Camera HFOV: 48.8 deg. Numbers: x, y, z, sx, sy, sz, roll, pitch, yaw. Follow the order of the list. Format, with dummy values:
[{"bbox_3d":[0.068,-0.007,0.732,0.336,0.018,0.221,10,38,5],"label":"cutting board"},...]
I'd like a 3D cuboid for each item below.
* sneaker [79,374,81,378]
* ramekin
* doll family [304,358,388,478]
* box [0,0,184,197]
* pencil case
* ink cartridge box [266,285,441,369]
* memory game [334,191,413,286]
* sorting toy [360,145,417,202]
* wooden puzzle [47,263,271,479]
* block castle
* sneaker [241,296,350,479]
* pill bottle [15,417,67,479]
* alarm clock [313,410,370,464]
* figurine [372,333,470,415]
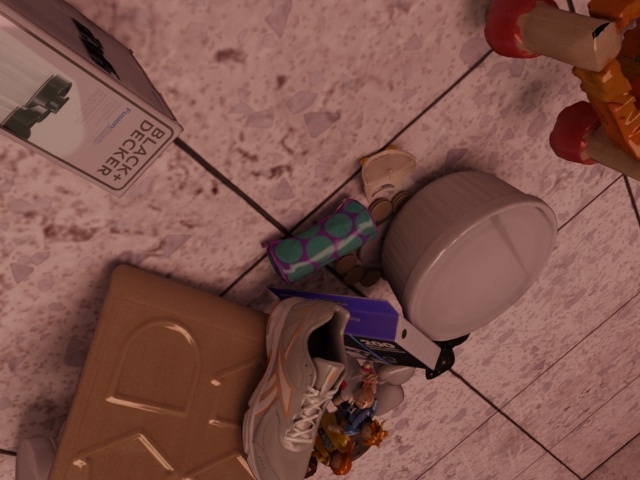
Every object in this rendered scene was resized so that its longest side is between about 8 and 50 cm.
[{"bbox_3d":[-0.238,0.170,0.964,0.188,0.071,0.066,-36,140,-1],"label":"sneaker"},{"bbox_3d":[0.218,0.015,1.084,0.273,0.127,0.272,-20,137,-20],"label":"ramekin"},{"bbox_3d":[0.035,0.304,1.216,0.118,0.163,0.263,17,117,-44],"label":"doll family"},{"bbox_3d":[-0.261,-0.166,0.555,0.087,0.169,0.290,-46,140,10],"label":"box"},{"bbox_3d":[0.000,0.000,0.980,0.152,0.064,0.070,-30,101,-7],"label":"pencil case"},{"bbox_3d":[0.046,0.133,1.053,0.208,0.206,0.045,43,58,-49],"label":"ink cartridge box"},{"bbox_3d":[0.102,0.001,1.096,0.186,0.012,0.186,-20,137,-20],"label":"memory game"},{"bbox_3d":[0.088,-0.085,0.984,0.083,0.045,0.075,-26,146,-14],"label":"sorting toy"},{"bbox_3d":[-0.176,0.239,0.913,0.322,0.081,0.347,25,67,-36],"label":"wooden puzzle"},{"bbox_3d":[0.447,-0.323,0.894,0.453,0.213,0.303,-46,128,1],"label":"block castle"},{"bbox_3d":[-0.024,0.197,0.917,0.099,0.121,0.262,18,71,-36],"label":"sneaker"},{"bbox_3d":[-0.254,0.322,1.012,0.323,0.181,0.181,1,127,-35],"label":"pill bottle"},{"bbox_3d":[0.058,0.400,1.407,0.129,0.064,0.192,-40,143,3],"label":"alarm clock"},{"bbox_3d":[0.176,0.219,1.287,0.215,0.092,0.209,-30,145,-22],"label":"figurine"}]
